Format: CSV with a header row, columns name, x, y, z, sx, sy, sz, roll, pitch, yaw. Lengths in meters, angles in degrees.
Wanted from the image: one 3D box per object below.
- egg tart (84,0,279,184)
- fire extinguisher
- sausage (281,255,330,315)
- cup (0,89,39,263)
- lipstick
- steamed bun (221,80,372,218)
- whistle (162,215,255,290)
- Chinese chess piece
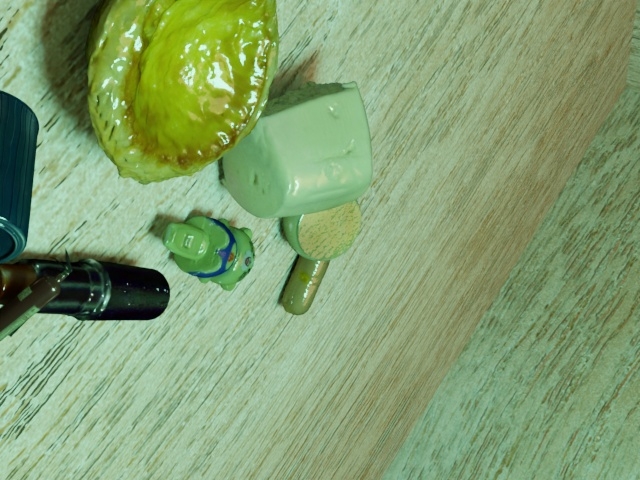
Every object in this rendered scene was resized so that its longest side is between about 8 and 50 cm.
name,x,y,z,sx,sy,sz,roll,pitch,yaw
egg tart,-0.176,-0.216,1.073,0.319,0.128,0.319,-42,148,-34
fire extinguisher,-0.337,0.083,1.020,0.173,0.035,0.049,-40,141,-6
sausage,0.002,0.000,1.694,0.066,0.066,0.301,1,114,-63
cup,-0.343,-0.051,0.873,0.113,0.150,0.138,31,44,-47
lipstick,-0.303,0.061,1.145,0.300,0.081,0.081,13,102,-62
steamed bun,-0.050,-0.136,1.384,0.226,0.170,0.199,-13,94,-39
whistle,-0.163,0.013,1.361,0.227,0.085,0.105,28,79,-65
Chinese chess piece,0.003,-0.034,1.609,0.144,0.058,0.144,-13,117,-28
